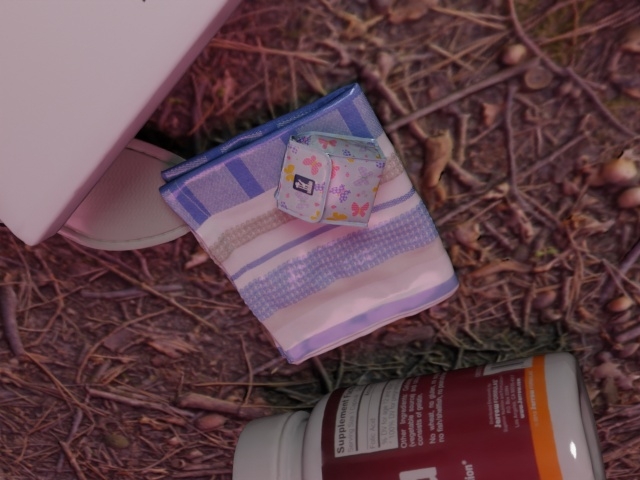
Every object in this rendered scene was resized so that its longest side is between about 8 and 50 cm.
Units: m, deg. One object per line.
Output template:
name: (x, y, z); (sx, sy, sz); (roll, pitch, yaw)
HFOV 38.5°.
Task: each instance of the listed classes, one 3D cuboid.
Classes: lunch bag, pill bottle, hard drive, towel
lunch bag: (0.006, -0.052, 0.786); (0.083, 0.053, 0.071); (7, 120, -14)
pill bottle: (0.114, 0.267, 1.044); (0.392, 0.224, 0.224); (-13, 134, 18)
hard drive: (-0.189, -0.180, 0.617); (0.233, 0.047, 0.353); (48, 126, -1)
towel: (0.000, 0.000, 0.880); (0.209, 0.034, 0.285); (-24, 131, 9)

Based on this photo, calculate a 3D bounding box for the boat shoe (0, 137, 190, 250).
boat shoe: (-0.253, -0.059, 0.827); (0.303, 0.091, 0.114); (8, 106, -26)
